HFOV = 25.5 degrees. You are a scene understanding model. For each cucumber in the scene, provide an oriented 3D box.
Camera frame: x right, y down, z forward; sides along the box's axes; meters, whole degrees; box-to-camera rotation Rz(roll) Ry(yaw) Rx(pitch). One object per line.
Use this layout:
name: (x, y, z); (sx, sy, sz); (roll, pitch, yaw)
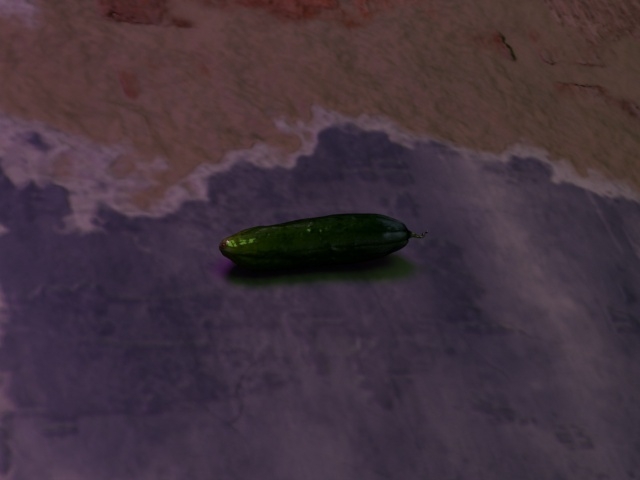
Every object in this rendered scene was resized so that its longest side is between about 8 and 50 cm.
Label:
cucumber: (0.000, 0.000, 1.002); (0.168, 0.039, 0.039); (-6, 52, -30)
